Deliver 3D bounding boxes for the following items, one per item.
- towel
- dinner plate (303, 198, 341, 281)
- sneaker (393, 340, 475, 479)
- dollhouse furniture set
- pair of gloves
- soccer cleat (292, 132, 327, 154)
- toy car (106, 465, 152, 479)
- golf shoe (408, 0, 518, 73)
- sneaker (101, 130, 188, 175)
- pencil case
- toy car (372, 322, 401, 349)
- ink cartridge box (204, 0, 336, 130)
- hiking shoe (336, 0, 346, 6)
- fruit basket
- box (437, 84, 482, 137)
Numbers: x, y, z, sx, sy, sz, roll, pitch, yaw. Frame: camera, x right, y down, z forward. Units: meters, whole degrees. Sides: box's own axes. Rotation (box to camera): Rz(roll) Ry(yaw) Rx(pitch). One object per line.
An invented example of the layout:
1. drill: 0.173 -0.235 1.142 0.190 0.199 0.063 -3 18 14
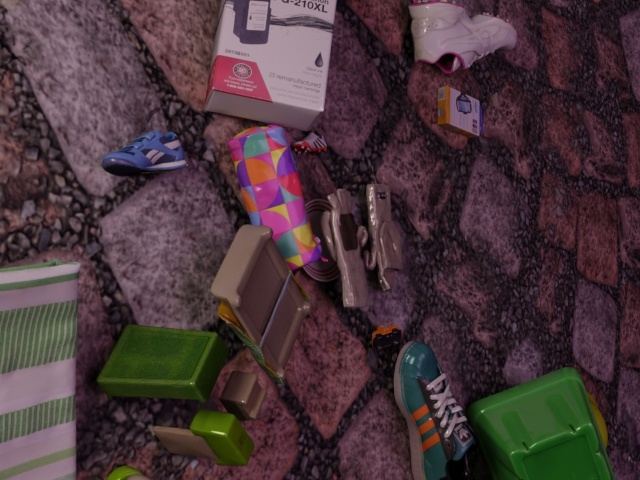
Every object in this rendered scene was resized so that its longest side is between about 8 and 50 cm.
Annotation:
1. towel: -0.372 0.192 0.994 0.247 0.038 0.325 -10 106 -54
2. dinner plate: 0.000 0.000 1.497 0.141 0.017 0.141 7 80 -46
3. sneaker: 0.221 0.325 1.589 0.108 0.121 0.302 -26 109 -42
4. dollhouse furniture set: -0.150 0.141 1.261 0.198 0.151 0.302 65 35 -40
5. pair of gloves: 0.074 0.006 1.536 0.240 0.042 0.204 -16 95 -60
6. soccer cleat: -0.020 -0.166 1.494 0.083 0.029 0.036 -2 77 -50
7. toy car: -0.237 0.406 1.107 0.188 0.155 0.149 -53 122 -22
8. golf shoe: 0.291 -0.406 1.809 0.306 0.115 0.140 2 94 -40
9. sneaker: -0.249 -0.122 1.230 0.144 0.053 0.059 -12 94 -55
10. pencil case: -0.069 -0.064 1.376 0.104 0.104 0.236 -28 105 -45
11. toy car: 0.128 0.192 1.605 0.122 0.060 0.040 61 1 -44
12. ink cartridge box: -0.074 -0.308 1.354 0.171 0.100 0.237 10 75 -13
13. hiking shoe: 0.040 -0.528 1.543 0.086 0.114 0.227 6 80 -45
14. fruit basket: 0.479 0.437 1.820 0.392 0.282 0.392 -21 90 -88
15. box: 0.293 -0.265 1.836 0.136 0.028 0.081 13 75 -47
